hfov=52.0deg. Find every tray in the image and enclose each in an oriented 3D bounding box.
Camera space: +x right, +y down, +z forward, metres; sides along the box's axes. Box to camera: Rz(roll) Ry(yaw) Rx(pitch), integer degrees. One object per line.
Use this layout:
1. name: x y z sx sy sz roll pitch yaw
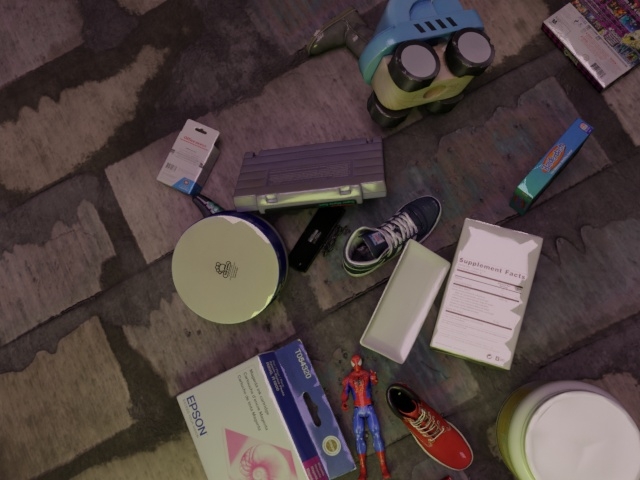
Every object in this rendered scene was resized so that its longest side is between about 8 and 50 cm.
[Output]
1. tray: 0.195 0.142 1.539 0.145 0.030 0.270 30 83 -30

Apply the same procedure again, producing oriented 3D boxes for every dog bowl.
1. dog bowl: -0.214 0.061 1.566 0.265 0.104 0.264 1 98 8

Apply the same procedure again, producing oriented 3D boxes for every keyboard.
1. keyboard: 0.000 0.000 1.633 0.100 0.038 0.192 30 85 36

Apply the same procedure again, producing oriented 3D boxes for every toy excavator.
1. toy excavator: 0.263 -0.551 1.592 0.433 0.222 0.445 -17 77 -17

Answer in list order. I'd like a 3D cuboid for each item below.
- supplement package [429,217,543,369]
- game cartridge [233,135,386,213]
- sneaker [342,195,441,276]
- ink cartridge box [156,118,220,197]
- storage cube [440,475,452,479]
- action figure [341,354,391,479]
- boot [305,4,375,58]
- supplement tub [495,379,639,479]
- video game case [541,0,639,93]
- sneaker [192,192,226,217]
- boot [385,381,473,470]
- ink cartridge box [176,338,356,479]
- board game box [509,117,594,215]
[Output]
1. supplement package: 0.364 0.125 1.470 0.175 0.177 0.292 16 81 12
2. game cartridge: -0.021 -0.157 1.582 0.355 0.068 0.230 -6 40 8
3. sneaker: 0.169 -0.018 1.541 0.282 0.153 0.099 -37 76 0
4. ink cartridge box: -0.333 -0.211 1.704 0.104 0.060 0.180 24 83 13
5. storage cube: 0.239 0.639 1.370 0.193 0.215 0.183 -36 76 7
6. action figure: 0.098 0.396 1.480 0.092 0.139 0.280 -10 75 5
7. boot: 0.093 -0.488 1.700 0.190 0.076 0.208 -40 82 0
8. supplement tub: 0.488 0.401 1.315 0.241 0.331 0.241 -2 78 8
9. video game case: 0.703 -0.512 1.621 0.210 0.042 0.232 -36 76 0
10. sneaker: -0.255 -0.025 1.646 0.224 0.083 0.098 39 91 13
11. boot: 0.235 0.410 1.432 0.244 0.176 0.088 43 86 13
12. ink cartridge box: -0.132 0.438 1.506 0.330 0.071 0.324 -30 75 15
13. board game box: 0.528 -0.166 1.516 0.047 0.160 0.210 40 86 14
